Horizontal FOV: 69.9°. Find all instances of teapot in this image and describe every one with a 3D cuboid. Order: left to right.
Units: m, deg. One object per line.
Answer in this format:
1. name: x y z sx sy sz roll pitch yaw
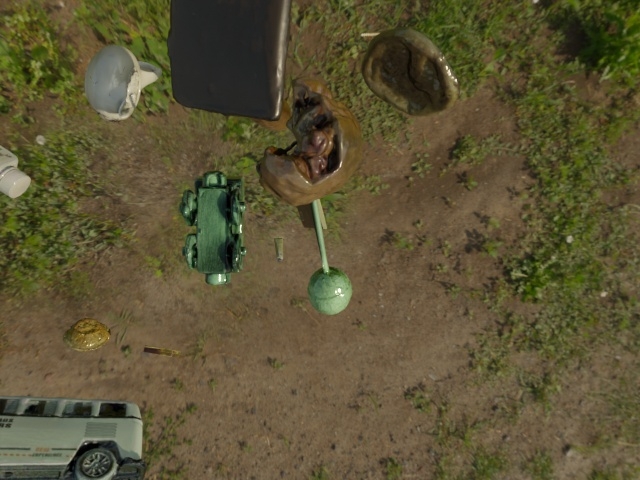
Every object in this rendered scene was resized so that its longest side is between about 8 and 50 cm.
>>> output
1. teapot: -0.565 -0.452 1.310 0.165 0.300 0.208 11 133 8

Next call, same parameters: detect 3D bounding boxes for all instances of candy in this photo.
1. candy: 0.000 0.000 1.118 0.119 0.119 0.440 -16 121 -11

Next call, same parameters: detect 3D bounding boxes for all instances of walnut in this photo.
1. walnut: 0.007 -0.170 0.849 0.204 0.141 0.238 36 70 -55

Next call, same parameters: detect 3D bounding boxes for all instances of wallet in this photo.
1. wallet: -0.105 -0.309 0.551 0.165 0.042 0.310 12 108 17

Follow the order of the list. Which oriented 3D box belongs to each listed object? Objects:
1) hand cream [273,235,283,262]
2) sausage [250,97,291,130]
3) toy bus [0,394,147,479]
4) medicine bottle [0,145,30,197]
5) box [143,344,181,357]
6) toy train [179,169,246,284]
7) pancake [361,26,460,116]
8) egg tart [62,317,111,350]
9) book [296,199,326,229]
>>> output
1. hand cream: -0.143 0.029 1.590 0.035 0.022 0.102 -3 55 -7
2. sausage: -0.212 -0.434 1.292 0.123 0.501 0.136 -23 66 17
3. toy bus: -0.244 0.174 0.368 0.193 0.089 0.087 11 121 -24
4. medicine bottle: -0.792 -0.179 1.088 0.183 0.119 0.069 36 122 -5
5. box: -0.504 0.357 1.470 0.090 0.133 0.023 9 74 -3
6. toy train: -0.278 -0.041 1.230 0.166 0.238 0.299 1 103 -5
7. pancake: 0.242 -0.444 1.256 0.294 0.294 0.050 32 72 -14
8. egg tart: -0.683 0.270 1.345 0.128 0.129 0.049 11 118 -14
9. book: -0.043 -0.119 1.651 0.024 0.228 0.160 -19 99 -18
